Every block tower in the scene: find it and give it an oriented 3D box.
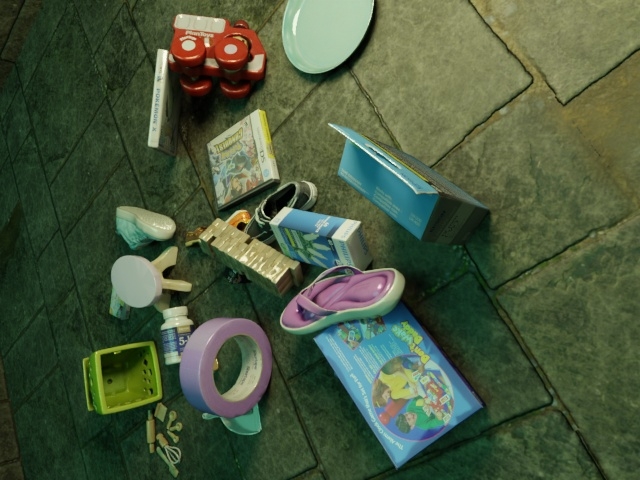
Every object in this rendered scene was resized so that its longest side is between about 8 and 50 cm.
[{"bbox_3d":[-0.213,0.049,1.404,0.336,0.091,0.097,26,60,25],"label":"block tower"}]

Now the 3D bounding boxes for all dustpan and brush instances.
[{"bbox_3d":[-0.292,0.549,1.524,0.211,0.060,0.147,-20,76,36],"label":"dustpan and brush"}]

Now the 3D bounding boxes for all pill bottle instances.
[{"bbox_3d":[-0.493,0.329,1.657,0.112,0.112,0.186,-20,77,36],"label":"pill bottle"}]

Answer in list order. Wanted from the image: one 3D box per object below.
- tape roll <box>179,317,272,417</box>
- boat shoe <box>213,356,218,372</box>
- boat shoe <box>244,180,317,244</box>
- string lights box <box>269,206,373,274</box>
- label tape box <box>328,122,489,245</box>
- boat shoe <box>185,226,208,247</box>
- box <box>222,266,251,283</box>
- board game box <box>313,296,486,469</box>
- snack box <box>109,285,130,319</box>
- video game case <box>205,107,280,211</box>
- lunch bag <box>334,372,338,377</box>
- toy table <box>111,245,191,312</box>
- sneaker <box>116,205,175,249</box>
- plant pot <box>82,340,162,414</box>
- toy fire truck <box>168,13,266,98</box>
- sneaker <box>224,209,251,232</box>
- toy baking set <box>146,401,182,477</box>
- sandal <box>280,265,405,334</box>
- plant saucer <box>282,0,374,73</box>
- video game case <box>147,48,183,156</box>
[{"bbox_3d":[-0.265,0.361,1.373,0.090,0.275,0.274,-3,86,38],"label":"tape roll"},{"bbox_3d":[-0.374,0.377,1.601,0.045,0.050,0.135,-46,62,34],"label":"boat shoe"},{"bbox_3d":[-0.144,-0.076,1.404,0.301,0.102,0.108,-33,69,32],"label":"boat shoe"},{"bbox_3d":[0.000,0.000,1.265,0.260,0.076,0.133,13,140,38],"label":"string lights box"},{"bbox_3d":[0.172,-0.108,1.002,0.249,0.348,0.115,43,114,31],"label":"label tape box"},{"bbox_3d":[-0.406,-0.020,1.631,0.178,0.064,0.060,-15,81,39],"label":"boat shoe"},{"bbox_3d":[-0.251,0.097,1.493,0.052,0.083,0.062,40,112,30],"label":"box"},{"bbox_3d":[0.174,0.302,1.114,0.233,0.078,0.347,-40,64,9],"label":"board game box"},{"bbox_3d":[-0.821,0.244,1.964,0.100,0.037,0.141,13,97,39],"label":"snack box"},{"bbox_3d":[-0.259,-0.254,1.543,0.275,0.035,0.248,-21,76,35],"label":"video game case"},{"bbox_3d":[0.085,0.327,1.233,0.099,0.065,0.067,6,83,28],"label":"lunch bag"},{"bbox_3d":[-0.608,0.142,1.724,0.274,0.161,0.252,28,105,35],"label":"toy table"},{"bbox_3d":[-0.658,-0.028,1.801,0.366,0.135,0.150,20,108,46],"label":"sneaker"},{"bbox_3d":[-0.758,0.518,1.794,0.207,0.228,0.227,-21,76,42],"label":"plant pot"},{"bbox_3d":[-0.319,-0.596,1.484,0.303,0.169,0.253,4,67,-2],"label":"toy fire truck"},{"bbox_3d":[-0.290,-0.027,1.540,0.175,0.064,0.067,-42,61,29],"label":"sneaker"},{"bbox_3d":[-0.580,0.734,1.763,0.197,0.030,0.256,-3,86,38],"label":"toy baking set"},{"bbox_3d":[0.028,0.124,1.166,0.416,0.102,0.169,-22,30,44],"label":"sandal"},{"bbox_3d":[0.023,-0.622,1.331,0.318,0.044,0.317,-1,88,37],"label":"plant saucer"},{"bbox_3d":[-0.517,-0.447,1.618,0.329,0.036,0.299,-146,63,-82],"label":"video game case"}]
